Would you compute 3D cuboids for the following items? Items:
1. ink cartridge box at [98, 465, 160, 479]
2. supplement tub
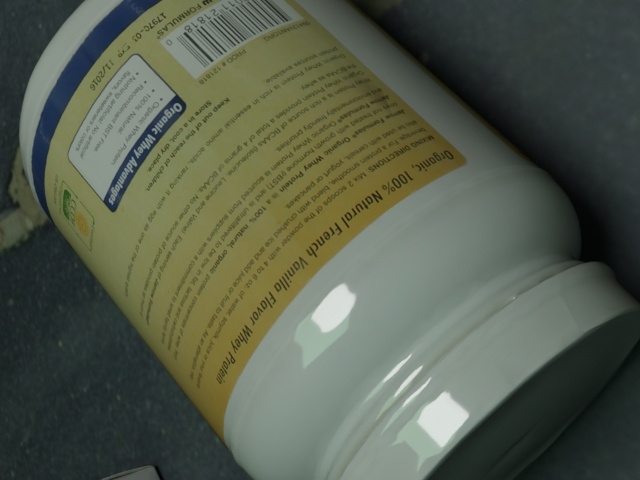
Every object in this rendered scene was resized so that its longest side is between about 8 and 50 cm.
[{"bbox_3d":[-0.195,0.310,0.845,0.219,0.092,0.160,-40,71,33],"label":"ink cartridge box"},{"bbox_3d":[0.000,0.000,0.576,0.316,0.228,0.228,47,120,25],"label":"supplement tub"}]
